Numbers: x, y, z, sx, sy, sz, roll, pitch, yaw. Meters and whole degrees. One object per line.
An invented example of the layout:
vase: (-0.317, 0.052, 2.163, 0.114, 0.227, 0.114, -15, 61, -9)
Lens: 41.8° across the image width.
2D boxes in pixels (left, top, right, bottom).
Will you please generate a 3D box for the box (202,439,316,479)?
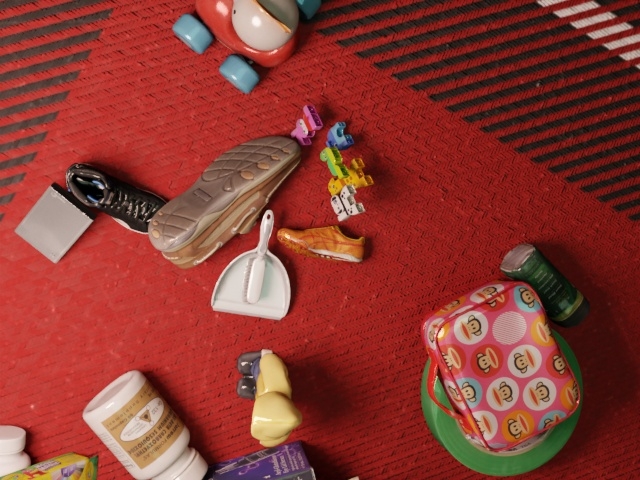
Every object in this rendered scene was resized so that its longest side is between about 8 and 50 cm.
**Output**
box: (-0.113, 0.477, 1.581, 0.207, 0.153, 0.108, -13, 99, -9)

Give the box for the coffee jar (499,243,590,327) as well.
coffee jar: (0.449, 0.093, 1.670, 0.184, 0.096, 0.079, 43, 87, -12)

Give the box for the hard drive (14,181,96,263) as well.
hard drive: (-0.469, -0.031, 1.484, 0.094, 0.022, 0.135, 41, 121, -12)

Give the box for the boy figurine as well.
boy figurine: (-0.094, 0.292, 1.497, 0.092, 0.285, 0.177, 1, 100, -10)

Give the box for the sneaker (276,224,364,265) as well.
sneaker: (0.000, 0.000, 1.601, 0.175, 0.064, 0.067, 14, 74, -17)

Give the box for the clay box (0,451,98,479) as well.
clay box: (-0.496, 0.466, 1.507, 0.053, 0.222, 0.127, 9, 96, 26)

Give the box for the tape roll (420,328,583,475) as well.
tape roll: (0.364, 0.305, 1.680, 0.321, 0.077, 0.321, -1, 94, -12)

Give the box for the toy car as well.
toy car: (-0.115, -0.395, 1.432, 0.210, 0.238, 0.219, 40, 88, -12)

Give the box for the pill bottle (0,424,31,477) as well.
pill bottle: (-0.582, 0.440, 1.511, 0.108, 0.108, 0.194, 6, 95, -11)

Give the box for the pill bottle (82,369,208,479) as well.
pill bottle: (-0.316, 0.364, 1.540, 0.131, 0.131, 0.229, -37, 102, -4)

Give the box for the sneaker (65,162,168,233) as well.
sneaker: (-0.355, -0.064, 1.486, 0.216, 0.121, 0.079, 26, 92, -13)

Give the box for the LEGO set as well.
LEGO set: (0.024, -0.133, 1.567, 0.087, 0.093, 0.227, -10, 69, -43)

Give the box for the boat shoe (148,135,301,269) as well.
boat shoe: (-0.165, -0.071, 1.537, 0.324, 0.123, 0.116, -38, 136, -13)

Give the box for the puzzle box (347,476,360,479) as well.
puzzle box: (0.016, 0.621, 1.562, 0.272, 0.052, 0.409, -23, 126, 3)

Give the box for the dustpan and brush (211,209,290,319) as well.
dustpan and brush: (-0.117, 0.044, 1.575, 0.147, 0.060, 0.211, 9, 95, -12)

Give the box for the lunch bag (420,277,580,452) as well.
lunch bag: (0.321, 0.240, 1.566, 0.258, 0.120, 0.293, -26, 99, -9)
